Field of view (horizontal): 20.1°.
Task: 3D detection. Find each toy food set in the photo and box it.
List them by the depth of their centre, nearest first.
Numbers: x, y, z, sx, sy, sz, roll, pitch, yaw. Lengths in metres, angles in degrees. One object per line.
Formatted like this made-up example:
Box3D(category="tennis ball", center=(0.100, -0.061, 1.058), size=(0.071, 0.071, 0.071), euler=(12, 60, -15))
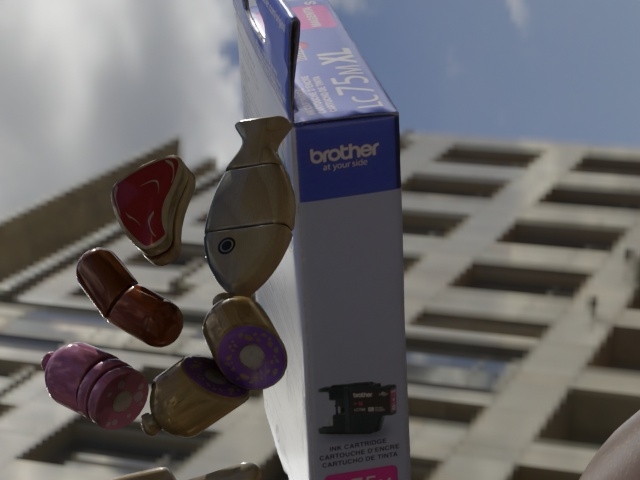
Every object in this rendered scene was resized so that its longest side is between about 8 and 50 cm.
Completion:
Box3D(category="toy food set", center=(-0.046, 0.018, 0.522), size=(0.019, 0.078, 0.122), euler=(51, -149, -50))

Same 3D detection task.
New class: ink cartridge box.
Box3D(category="ink cartridge box", center=(0.000, 0.000, 0.957), size=(0.186, 0.065, 0.311), euler=(-115, 17, -63))

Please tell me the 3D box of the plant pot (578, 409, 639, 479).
Box3D(category="plant pot", center=(0.136, 0.053, 0.332), size=(0.165, 0.167, 0.167), euler=(-46, 18, 51))
